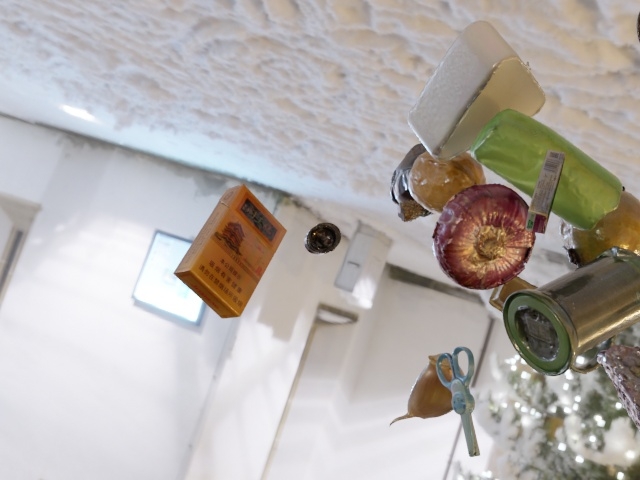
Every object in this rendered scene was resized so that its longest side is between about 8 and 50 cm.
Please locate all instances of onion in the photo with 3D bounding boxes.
[{"bbox_3d":[0.337,-0.016,1.461,0.230,0.229,0.163,19,-162,-14],"label":"onion"}]

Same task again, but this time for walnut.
[{"bbox_3d":[0.350,-0.169,1.930,0.222,0.195,0.195,32,-175,37],"label":"walnut"}]

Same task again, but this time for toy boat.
[{"bbox_3d":[0.605,0.185,2.045,0.188,0.116,0.061,32,162,1],"label":"toy boat"}]

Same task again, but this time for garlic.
[{"bbox_3d":[0.311,0.433,1.910,0.149,0.266,0.128,26,-166,3],"label":"garlic"}]

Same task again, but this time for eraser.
[{"bbox_3d":[0.361,-0.338,1.673,0.149,0.331,0.331,57,-165,26],"label":"eraser"}]

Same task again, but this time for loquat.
[{"bbox_3d":[0.749,-0.023,1.833,0.244,0.243,0.244,18,176,1],"label":"loquat"}]

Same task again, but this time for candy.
[{"bbox_3d":[0.507,-0.159,1.540,0.344,0.131,0.142,32,157,-7],"label":"candy"}]

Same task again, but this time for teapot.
[{"bbox_3d":[0.615,0.175,1.578,0.337,0.270,0.200,-22,-160,-24],"label":"teapot"}]

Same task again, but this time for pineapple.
[{"bbox_3d":[0.328,-0.106,2.226,0.160,0.074,0.074,-15,-174,-17],"label":"pineapple"}]

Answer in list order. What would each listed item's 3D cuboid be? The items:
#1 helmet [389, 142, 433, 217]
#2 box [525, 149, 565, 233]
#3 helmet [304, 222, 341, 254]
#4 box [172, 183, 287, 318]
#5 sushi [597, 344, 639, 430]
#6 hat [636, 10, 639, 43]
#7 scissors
[{"bbox_3d":[0.376,-0.187,2.451,0.225,0.305,0.177,17,-151,-9],"label":"helmet"},{"bbox_3d":[0.442,-0.099,1.352,0.041,0.207,0.049,15,138,18],"label":"box"},{"bbox_3d":[0.000,0.000,2.202,0.123,0.098,0.070,-26,175,-30],"label":"helmet"},{"bbox_3d":[-0.207,0.024,1.626,0.076,0.274,0.174,-11,131,42],"label":"box"},{"bbox_3d":[0.446,0.225,0.823,0.241,0.161,0.107,12,163,24],"label":"sushi"},{"bbox_3d":[0.787,-0.465,1.522,0.193,0.192,0.082,18,-178,7],"label":"hat"},{"bbox_3d":[0.341,0.387,1.651,0.030,0.255,0.125,7,152,-30],"label":"scissors"}]
